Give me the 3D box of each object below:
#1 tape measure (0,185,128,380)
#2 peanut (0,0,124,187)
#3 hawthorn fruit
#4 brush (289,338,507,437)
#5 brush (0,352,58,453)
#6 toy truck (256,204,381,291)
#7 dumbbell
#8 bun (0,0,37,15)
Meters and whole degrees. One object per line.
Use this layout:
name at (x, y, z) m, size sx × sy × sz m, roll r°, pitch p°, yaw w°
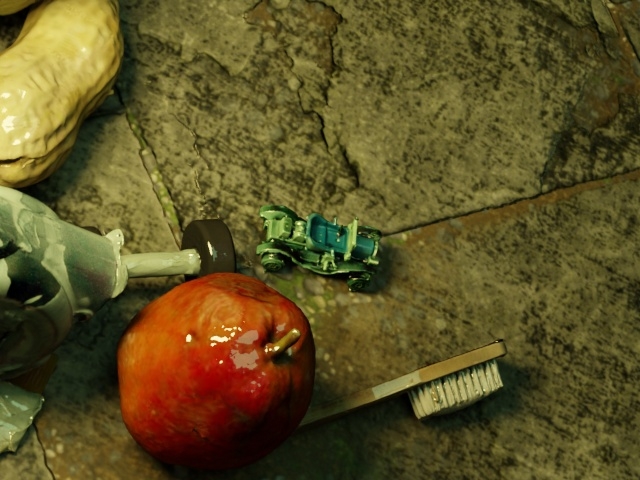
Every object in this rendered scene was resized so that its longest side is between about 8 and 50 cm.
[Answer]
tape measure at (-0.376, 0.047, 1.817) m, size 0.256 × 0.275 × 0.147 m, roll 25°, pitch 47°, yaw -44°
peanut at (-0.322, -0.190, 2.049) m, size 0.149 × 0.149 × 0.313 m, roll 31°, pitch 55°, yaw -5°
hawthorn fruit at (-0.100, 0.135, 1.890) m, size 0.224 × 0.261 × 0.224 m, roll 7°, pitch 74°, yaw -25°
brush at (0.087, 0.193, 2.062) m, size 0.327 × 0.070 × 0.065 m, roll -16°, pitch 81°, yaw -26°
brush at (-0.378, 0.247, 1.865) m, size 0.085 × 0.020 × 0.336 m, roll 27°, pitch 58°, yaw -8°
toy truck at (0.001, 0.000, 2.113) m, size 0.154 × 0.078 × 0.080 m, roll 13°, pitch 59°, yaw -15°
dumbbell at (-0.200, 0.029, 2.003) m, size 0.191 × 0.100 × 0.100 m, roll -3°, pitch 66°, yaw -23°
bun at (-0.398, -0.385, 2.056) m, size 0.364 × 0.202 × 0.364 m, roll -1°, pitch 42°, yaw 1°
